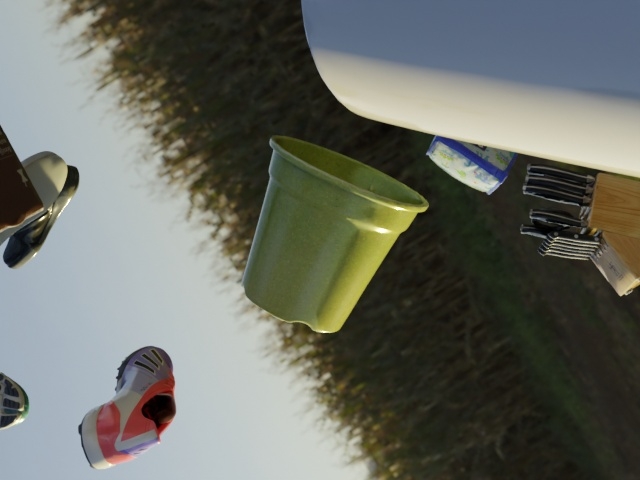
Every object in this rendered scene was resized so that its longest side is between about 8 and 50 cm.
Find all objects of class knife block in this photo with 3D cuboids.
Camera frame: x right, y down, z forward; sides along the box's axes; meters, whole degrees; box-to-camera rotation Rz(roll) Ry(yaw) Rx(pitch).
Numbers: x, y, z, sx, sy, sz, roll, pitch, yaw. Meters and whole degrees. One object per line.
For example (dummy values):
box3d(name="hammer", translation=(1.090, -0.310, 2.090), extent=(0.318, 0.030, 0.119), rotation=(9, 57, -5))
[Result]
box3d(name="knife block", translation=(0.453, -0.053, 1.621), extent=(0.242, 0.276, 0.088), rotation=(57, 167, 16))

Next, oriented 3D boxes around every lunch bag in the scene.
box3d(name="lunch bag", translation=(0.241, -0.138, 1.692), extent=(0.129, 0.096, 0.151), rotation=(31, -169, 3))

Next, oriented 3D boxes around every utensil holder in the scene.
box3d(name="utensil holder", translation=(0.222, -0.218, 0.857), extent=(0.386, 0.327, 0.327), rotation=(15, 153, 32))

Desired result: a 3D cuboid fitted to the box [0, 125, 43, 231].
box3d(name="box", translation=(-0.535, 0.003, 1.204), extent=(0.191, 0.382, 0.143), rotation=(-67, -47, -77))

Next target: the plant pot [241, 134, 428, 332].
box3d(name="plant pot", translation=(0.000, 0.000, 1.706), extent=(0.276, 0.253, 0.276), rotation=(22, -168, -5))

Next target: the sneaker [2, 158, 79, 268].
box3d(name="sneaker", translation=(-0.533, -0.055, 1.865), extent=(0.130, 0.227, 0.087), rotation=(20, -151, -34))

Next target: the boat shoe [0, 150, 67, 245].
box3d(name="boat shoe", translation=(-0.422, -0.040, 1.349), extent=(0.070, 0.219, 0.077), rotation=(39, 170, 38))

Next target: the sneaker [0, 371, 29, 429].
box3d(name="sneaker", translation=(-0.563, 0.264, 1.748), extent=(0.110, 0.275, 0.107), rotation=(20, -108, -47))

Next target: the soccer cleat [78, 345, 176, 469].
box3d(name="soccer cleat", translation=(-0.259, 0.243, 1.599), extent=(0.318, 0.117, 0.108), rotation=(-63, -42, -72))
